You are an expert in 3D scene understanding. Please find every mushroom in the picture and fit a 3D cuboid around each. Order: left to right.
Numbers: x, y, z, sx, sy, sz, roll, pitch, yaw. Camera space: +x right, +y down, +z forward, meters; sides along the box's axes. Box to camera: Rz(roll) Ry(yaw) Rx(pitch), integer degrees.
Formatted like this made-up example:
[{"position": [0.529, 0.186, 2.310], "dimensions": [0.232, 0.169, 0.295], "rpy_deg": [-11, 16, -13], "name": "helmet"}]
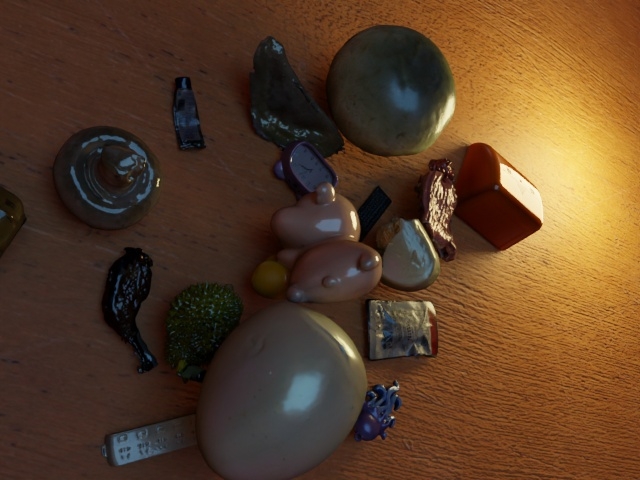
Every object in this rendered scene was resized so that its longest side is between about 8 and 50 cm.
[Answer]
[{"position": [-0.393, -0.125, 1.120], "dimensions": [0.204, 0.204, 0.204], "rpy_deg": [7, 76, -31], "name": "mushroom"}, {"position": [0.177, -0.375, 1.498], "dimensions": [0.353, 0.260, 0.351], "rpy_deg": [6, 75, -24], "name": "mushroom"}]

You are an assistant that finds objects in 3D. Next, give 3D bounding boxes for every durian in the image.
[{"position": [-0.240, 0.174, 1.182], "dimensions": [0.146, 0.159, 0.198], "rpy_deg": [28, 92, 9], "name": "durian"}]

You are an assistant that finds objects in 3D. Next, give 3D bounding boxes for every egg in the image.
[{"position": [-0.072, 0.278, 1.069], "dimensions": [0.283, 0.283, 0.345], "rpy_deg": [49, 61, -14], "name": "egg"}]

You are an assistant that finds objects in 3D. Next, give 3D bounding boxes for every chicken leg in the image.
[{"position": [-0.374, 0.138, 1.165], "dimensions": [0.106, 0.051, 0.253], "rpy_deg": [-1, 83, -38], "name": "chicken leg"}]

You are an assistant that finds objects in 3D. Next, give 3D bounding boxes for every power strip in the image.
[{"position": [-0.299, 0.385, 1.168], "dimensions": [0.253, 0.027, 0.060], "rpy_deg": [-6, 83, -33], "name": "power strip"}]

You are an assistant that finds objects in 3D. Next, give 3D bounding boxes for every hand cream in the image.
[{"position": [-0.297, -0.282, 1.315], "dimensions": [0.062, 0.039, 0.163], "rpy_deg": [-7, 89, -35], "name": "hand cream"}]

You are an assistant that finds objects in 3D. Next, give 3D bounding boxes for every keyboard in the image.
[{"position": [0.116, -0.056, 1.533], "dimensions": [0.061, 0.013, 0.204], "rpy_deg": [47, 60, -14], "name": "keyboard"}]

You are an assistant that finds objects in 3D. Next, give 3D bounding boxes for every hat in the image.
[{"position": [0.315, -0.101, 1.603], "dimensions": [0.236, 0.107, 0.286], "rpy_deg": [50, 42, -55], "name": "hat"}]

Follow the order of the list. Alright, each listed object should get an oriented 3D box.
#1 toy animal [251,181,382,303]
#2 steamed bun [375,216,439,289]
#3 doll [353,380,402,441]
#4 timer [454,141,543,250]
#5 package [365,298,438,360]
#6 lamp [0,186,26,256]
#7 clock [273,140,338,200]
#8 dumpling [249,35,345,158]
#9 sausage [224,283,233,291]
[{"position": [-0.022, 0.003, 1.267], "dimensions": [0.278, 0.345, 0.246], "rpy_deg": [-7, 94, 0], "name": "toy animal"}, {"position": [0.192, 0.033, 1.446], "dimensions": [0.171, 0.225, 0.199], "rpy_deg": [-22, 77, 9], "name": "steamed bun"}, {"position": [0.138, 0.410, 1.419], "dimensions": [0.110, 0.067, 0.206], "rpy_deg": [50, 47, 3], "name": "doll"}, {"position": [0.536, -0.148, 1.766], "dimensions": [0.257, 0.161, 0.249], "rpy_deg": [35, 48, -21], "name": "timer"}, {"position": [0.213, 0.229, 1.521], "dimensions": [0.239, 0.030, 0.154], "rpy_deg": [5, 76, -31], "name": "package"}, {"position": [-0.611, -0.040, 0.994], "dimensions": [0.185, 0.161, 0.161], "rpy_deg": [32, 64, -22], "name": "lamp"}, {"position": [-0.035, -0.160, 1.420], "dimensions": [0.110, 0.050, 0.152], "rpy_deg": [-48, 112, -16], "name": "clock"}, {"position": [-0.086, -0.318, 1.421], "dimensions": [0.332, 0.166, 0.086], "rpy_deg": [54, 13, -31], "name": "dumpling"}, {"position": [-0.201, 0.159, 1.282], "dimensions": [0.024, 0.024, 0.132], "rpy_deg": [6, 77, -31], "name": "sausage"}]
